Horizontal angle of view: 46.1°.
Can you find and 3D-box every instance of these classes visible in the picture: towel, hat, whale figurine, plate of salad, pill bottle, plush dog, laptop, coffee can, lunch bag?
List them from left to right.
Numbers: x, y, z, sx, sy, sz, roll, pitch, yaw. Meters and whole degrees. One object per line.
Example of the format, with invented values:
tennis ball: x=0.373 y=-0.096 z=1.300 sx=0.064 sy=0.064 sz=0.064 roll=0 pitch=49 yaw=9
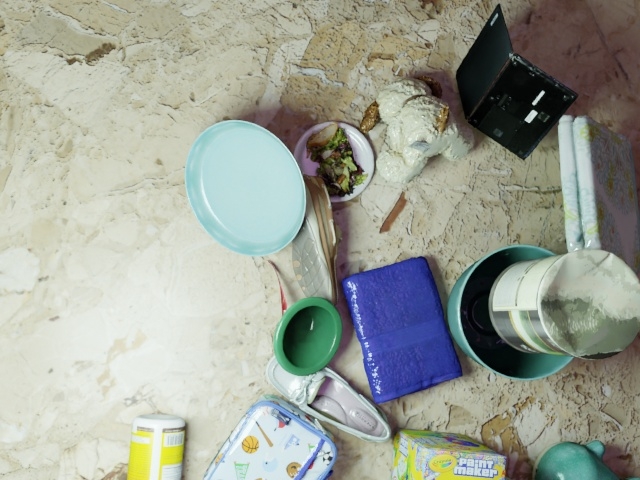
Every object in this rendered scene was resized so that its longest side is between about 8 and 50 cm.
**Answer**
pill bottle: x=-0.365 y=0.498 z=1.661 sx=0.117 sy=0.117 sz=0.215 roll=5 pitch=83 yaw=-6
lunch bag: x=-0.108 y=0.510 z=1.680 sx=0.243 sy=0.115 sz=0.303 roll=35 pitch=89 yaw=0
hat: x=-0.064 y=0.189 z=1.747 sx=0.173 sy=0.183 sz=0.208 roll=30 pitch=83 yaw=-32
plate of salad: x=0.033 y=-0.192 z=1.813 sx=0.200 sy=0.048 sz=0.200 roll=1 pitch=84 yaw=-7
towel: x=0.188 y=0.208 z=1.781 sx=0.228 sy=0.076 sz=0.308 roll=-14 pitch=85 yaw=-15
plush dog: x=0.222 y=-0.294 z=1.787 sx=0.262 sy=0.210 sz=0.225 roll=-26 pitch=58 yaw=-16
laptop: x=0.447 y=-0.365 z=1.757 sx=0.264 sy=0.234 sz=0.136 roll=35 pitch=54 yaw=5
coffee can: x=0.471 y=0.126 z=1.475 sx=0.201 sy=0.275 sz=0.201 roll=1 pitch=84 yaw=-6
whale figurine: x=0.635 y=0.576 z=1.751 sx=0.272 sy=0.141 sz=0.216 roll=19 pitch=82 yaw=-5
towel: x=0.654 y=-0.093 z=1.761 sx=0.320 sy=0.090 sz=0.374 roll=6 pitch=78 yaw=-49

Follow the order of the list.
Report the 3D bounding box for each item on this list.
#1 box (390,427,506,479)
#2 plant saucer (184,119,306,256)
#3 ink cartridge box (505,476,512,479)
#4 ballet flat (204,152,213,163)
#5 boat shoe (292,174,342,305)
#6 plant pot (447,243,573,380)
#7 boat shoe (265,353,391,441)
box: x=0.260 y=0.574 z=1.635 sx=0.177 sy=0.290 sz=0.279 roll=7 pitch=84 yaw=-6
plant saucer: x=-0.166 y=-0.119 z=1.706 sx=0.318 sy=0.044 sz=0.317 roll=11 pitch=114 yaw=24
ink cartridge box: x=0.434 y=0.605 z=1.706 sx=0.060 sy=0.180 sz=0.104 roll=36 pitch=82 yaw=-1
ballet flat: x=-0.205 y=-0.156 z=1.783 sx=0.206 sy=0.073 sz=0.067 roll=45 pitch=109 yaw=2
boat shoe: x=0.000 y=0.000 z=1.754 sx=0.116 sy=0.123 sz=0.324 roll=-17 pitch=100 yaw=-36
plant pot: x=0.423 y=0.165 z=1.724 sx=0.293 sy=0.235 sz=0.293 roll=1 pitch=84 yaw=-7
boat shoe: x=0.020 y=0.359 z=1.725 sx=0.320 sy=0.103 sz=0.118 roll=35 pitch=81 yaw=-1
